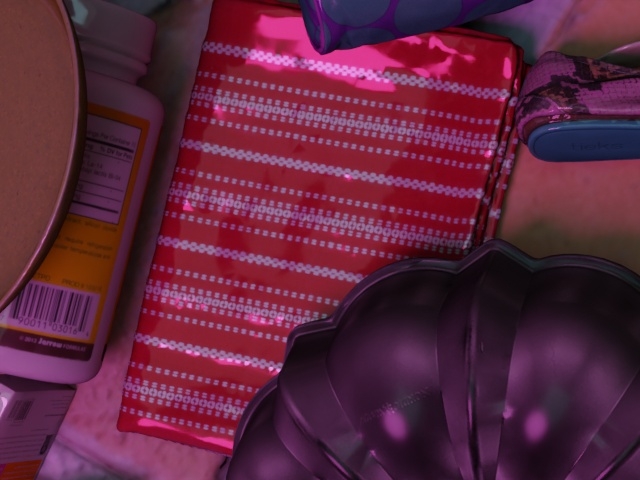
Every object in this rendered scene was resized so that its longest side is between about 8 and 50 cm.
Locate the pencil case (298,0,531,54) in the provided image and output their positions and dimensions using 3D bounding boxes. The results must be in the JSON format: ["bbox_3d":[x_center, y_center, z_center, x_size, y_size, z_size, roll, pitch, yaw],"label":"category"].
[{"bbox_3d":[0.061,-0.153,0.934,0.152,0.064,0.070,-15,64,-4],"label":"pencil case"}]

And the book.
[{"bbox_3d":[-0.199,0.146,0.967,0.035,0.096,0.144,29,92,12],"label":"book"}]

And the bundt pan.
[{"bbox_3d":[0.091,0.168,0.869,0.331,0.124,0.330,1,95,13],"label":"bundt pan"}]

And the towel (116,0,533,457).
[{"bbox_3d":[0.000,0.000,0.972,0.199,0.031,0.274,13,89,13],"label":"towel"}]

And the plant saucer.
[{"bbox_3d":[-0.207,-0.052,0.902,0.241,0.037,0.240,-8,77,34],"label":"plant saucer"}]

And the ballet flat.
[{"bbox_3d":[0.220,-0.076,0.918,0.222,0.077,0.079,6,68,12],"label":"ballet flat"}]

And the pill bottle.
[{"bbox_3d":[-0.160,-0.032,0.961,0.117,0.117,0.214,14,89,12],"label":"pill bottle"}]
